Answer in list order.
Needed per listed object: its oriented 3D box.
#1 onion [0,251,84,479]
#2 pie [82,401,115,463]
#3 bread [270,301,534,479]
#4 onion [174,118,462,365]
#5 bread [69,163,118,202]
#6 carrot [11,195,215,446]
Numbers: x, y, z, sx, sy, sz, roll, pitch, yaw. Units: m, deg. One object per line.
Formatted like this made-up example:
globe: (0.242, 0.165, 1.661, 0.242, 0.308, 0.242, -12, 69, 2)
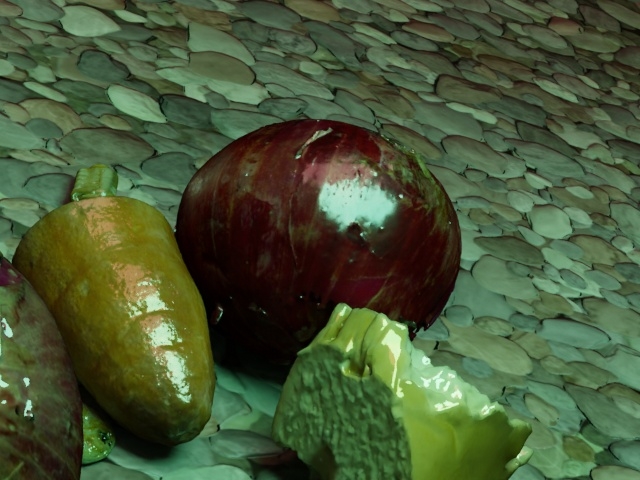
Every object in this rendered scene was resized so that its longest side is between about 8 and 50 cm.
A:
onion: (-0.334, 0.120, 1.237, 0.353, 0.354, 0.354, 16, 28, -9)
pie: (-0.218, 0.165, 1.552, 0.085, 0.017, 0.085, 17, 28, -10)
bread: (0.083, 0.144, 1.588, 0.183, 0.211, 0.224, 29, 33, 30)
onion: (0.000, 0.000, 1.732, 0.276, 0.276, 0.276, 16, 28, -9)
bread: (-0.241, -0.053, 1.915, 0.049, 0.034, 0.088, 2, 26, -5)
carrot: (-0.171, 0.092, 1.605, 0.159, 0.159, 0.225, 1, 44, -34)
